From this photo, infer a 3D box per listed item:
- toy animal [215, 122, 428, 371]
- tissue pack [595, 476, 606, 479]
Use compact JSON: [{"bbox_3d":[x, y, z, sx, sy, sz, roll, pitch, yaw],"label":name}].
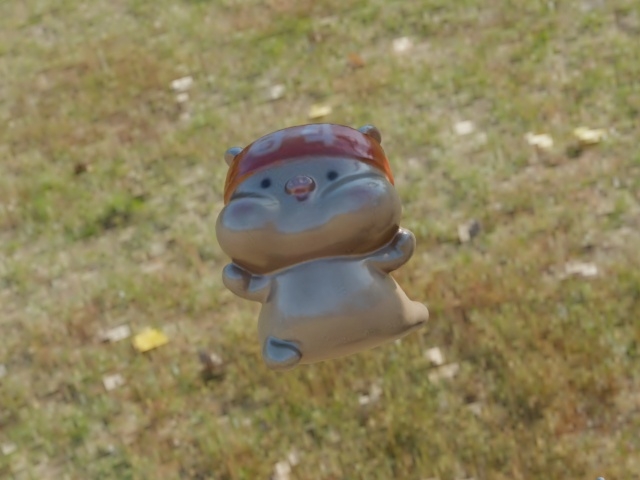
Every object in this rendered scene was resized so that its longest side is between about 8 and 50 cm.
[{"bbox_3d":[0.000,0.000,1.301,0.171,0.198,0.171,-14,3,1],"label":"toy animal"},{"bbox_3d":[0.310,0.297,1.448,0.060,0.148,0.108,-48,34,13],"label":"tissue pack"}]
